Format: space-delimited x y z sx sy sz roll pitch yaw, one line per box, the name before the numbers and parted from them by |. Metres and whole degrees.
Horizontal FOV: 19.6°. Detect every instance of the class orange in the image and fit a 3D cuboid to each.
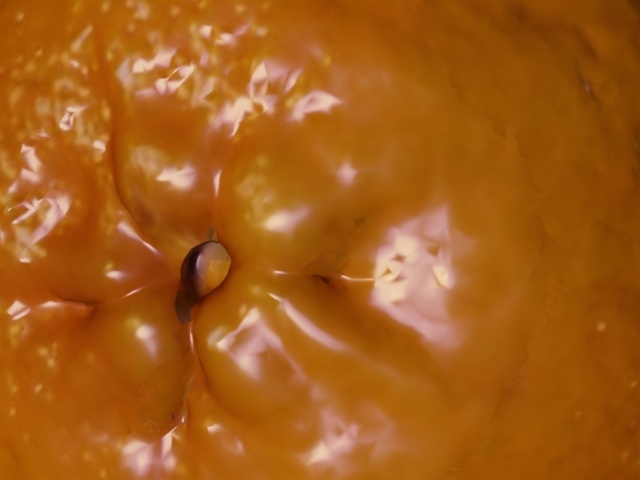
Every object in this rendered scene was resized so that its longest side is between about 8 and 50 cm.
orange | 0.000 0.000 0.678 0.341 0.293 0.340 1 92 22
